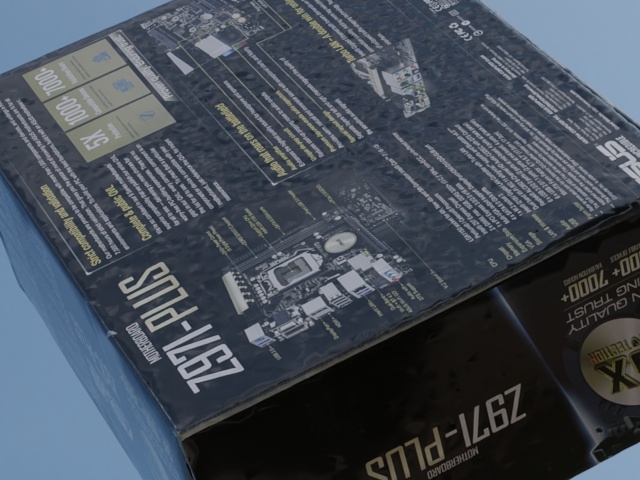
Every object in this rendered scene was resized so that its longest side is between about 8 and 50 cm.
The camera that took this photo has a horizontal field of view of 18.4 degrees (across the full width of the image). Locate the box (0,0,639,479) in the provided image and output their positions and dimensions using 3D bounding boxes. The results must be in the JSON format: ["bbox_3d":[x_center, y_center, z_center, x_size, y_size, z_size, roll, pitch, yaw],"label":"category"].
[{"bbox_3d":[0.000,0.000,0.550,0.147,0.180,0.077,-26,-51,-14],"label":"box"}]
